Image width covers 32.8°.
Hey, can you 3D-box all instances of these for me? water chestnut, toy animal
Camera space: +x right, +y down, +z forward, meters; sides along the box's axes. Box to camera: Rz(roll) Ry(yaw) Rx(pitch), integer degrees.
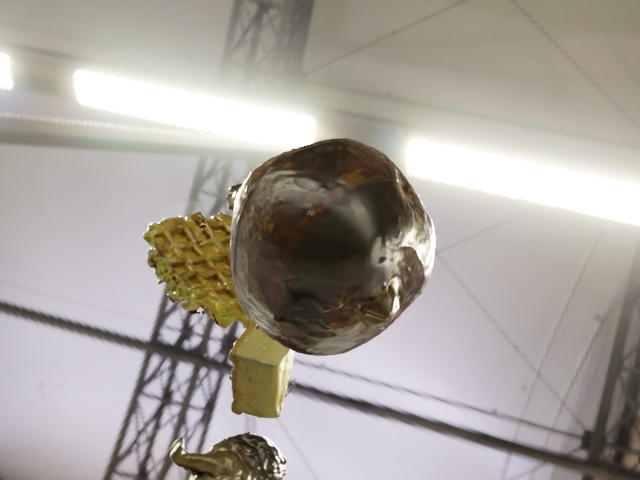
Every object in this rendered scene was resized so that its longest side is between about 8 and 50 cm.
[{"bbox_3d":[0.000,0.000,1.102,0.238,0.224,0.223,21,-44,37],"label":"water chestnut"},{"bbox_3d":[-0.119,0.214,0.931,0.086,0.220,0.069,55,-36,11],"label":"toy animal"}]

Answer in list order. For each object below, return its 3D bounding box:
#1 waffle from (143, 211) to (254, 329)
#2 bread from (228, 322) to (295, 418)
[{"bbox_3d":[-0.184,0.052,2.017,0.307,0.312,0.060,13,-57,-8],"label":"waffle"},{"bbox_3d":[-0.076,0.187,1.509,0.084,0.080,0.109,11,-61,19],"label":"bread"}]
